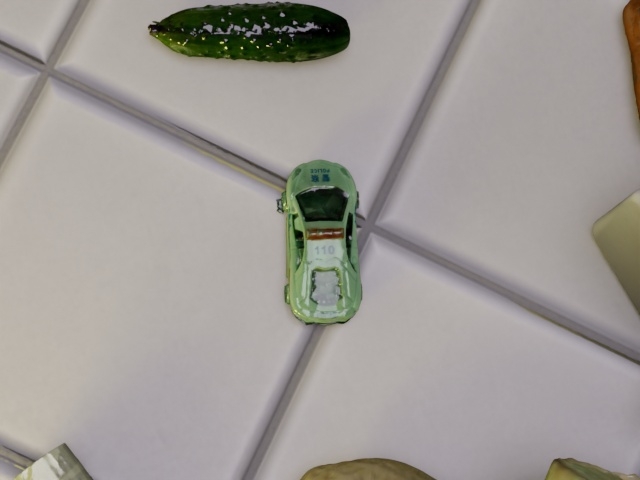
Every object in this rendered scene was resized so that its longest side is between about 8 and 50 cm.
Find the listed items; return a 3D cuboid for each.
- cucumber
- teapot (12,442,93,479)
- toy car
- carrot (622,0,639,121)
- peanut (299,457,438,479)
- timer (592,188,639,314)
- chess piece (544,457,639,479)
[{"bbox_3d":[-0.080,-0.234,1.857,0.227,0.069,0.069,0,79,-2],"label":"cucumber"},{"bbox_3d":[-0.233,0.309,1.713,0.077,0.107,0.200,-37,85,-14],"label":"teapot"},{"bbox_3d":[0.000,0.000,1.822,0.093,0.058,0.186,-1,80,-4],"label":"toy car"},{"bbox_3d":[0.386,-0.198,1.900,0.060,0.060,0.186,-5,75,-7],"label":"carrot"},{"bbox_3d":[0.103,0.309,1.745,0.274,0.111,0.125,18,55,0],"label":"peanut"},{"bbox_3d":[0.440,0.005,1.796,0.195,0.192,0.194,-30,84,-11],"label":"timer"},{"bbox_3d":[0.259,0.459,1.650,0.234,0.234,0.442,22,92,-1],"label":"chess piece"}]
